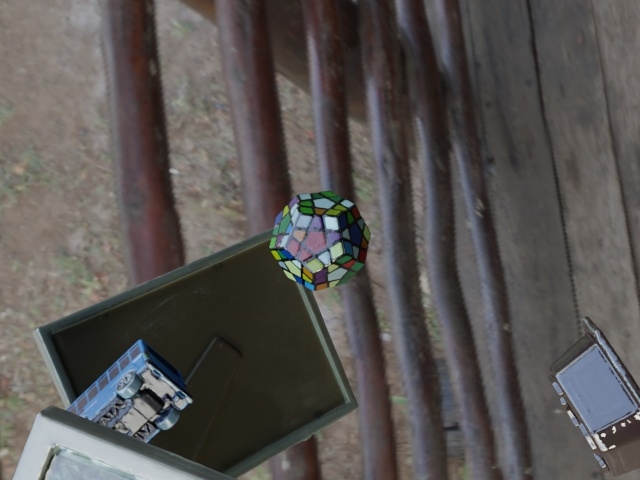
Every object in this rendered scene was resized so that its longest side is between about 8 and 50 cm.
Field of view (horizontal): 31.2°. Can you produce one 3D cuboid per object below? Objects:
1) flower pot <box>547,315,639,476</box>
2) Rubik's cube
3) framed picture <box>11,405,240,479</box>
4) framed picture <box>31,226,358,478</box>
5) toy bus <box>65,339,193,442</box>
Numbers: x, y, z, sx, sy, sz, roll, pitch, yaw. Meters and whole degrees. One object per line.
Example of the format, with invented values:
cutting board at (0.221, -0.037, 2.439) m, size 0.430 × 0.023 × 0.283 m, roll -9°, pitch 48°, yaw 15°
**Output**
flower pot at (0.353, 0.211, 1.424) m, size 0.084 × 0.251 × 0.179 m, roll -31°, pitch 62°, yaw 4°
Rubik's cube at (0.000, 0.000, 1.495) m, size 0.112 × 0.133 × 0.133 m, roll -11°, pitch 76°, yaw 30°
framed picture at (-0.071, 0.268, 0.744) m, size 0.324 × 0.020 × 0.240 m, roll 24°, pitch 102°, yaw -4°
framed picture at (-0.167, 0.196, 1.704) m, size 0.028 × 0.446 × 0.326 m, roll -18°, pitch 94°, yaw 55°
toy bus at (-0.264, 0.227, 1.482) m, size 0.185 × 0.090 × 0.106 m, roll -43°, pitch 27°, yaw 2°
